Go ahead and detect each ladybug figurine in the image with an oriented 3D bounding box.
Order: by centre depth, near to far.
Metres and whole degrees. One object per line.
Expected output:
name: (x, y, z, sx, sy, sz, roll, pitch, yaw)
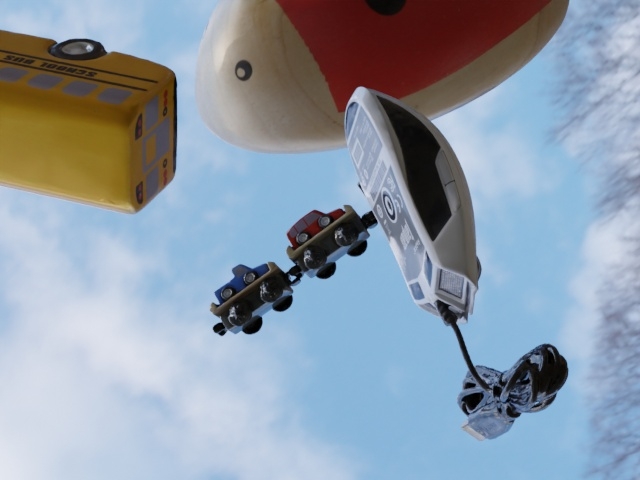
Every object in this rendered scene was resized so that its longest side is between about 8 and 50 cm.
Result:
ladybug figurine: (0.066, -0.252, 1.487, 0.449, 0.162, 0.305, -29, -138, -17)

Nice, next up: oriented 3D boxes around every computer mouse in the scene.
computer mouse: (0.066, 0.003, 0.705, 0.042, 0.106, 0.193, -18, -107, -13)

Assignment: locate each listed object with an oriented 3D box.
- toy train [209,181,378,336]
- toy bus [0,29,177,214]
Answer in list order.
toy train: (0.000, 0.000, 0.792, 0.158, 0.027, 0.036, -37, -115, 5)
toy bus: (-0.290, -0.120, 1.252, 0.333, 0.108, 0.130, 12, -149, 16)
